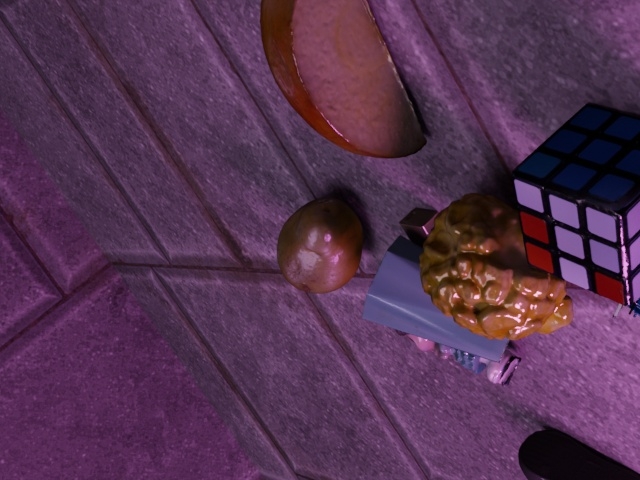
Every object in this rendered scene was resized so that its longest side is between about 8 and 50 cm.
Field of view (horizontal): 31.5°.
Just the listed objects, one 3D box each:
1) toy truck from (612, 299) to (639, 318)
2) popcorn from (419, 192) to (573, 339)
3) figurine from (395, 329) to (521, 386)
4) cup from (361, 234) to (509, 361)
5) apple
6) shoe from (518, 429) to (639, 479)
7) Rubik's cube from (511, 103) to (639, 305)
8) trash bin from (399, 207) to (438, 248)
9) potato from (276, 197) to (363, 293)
[{"bbox_3d":[0.441,0.087,1.509,0.154,0.078,0.080,37,154,23],"label":"toy truck"},{"bbox_3d":[0.251,0.040,1.618,0.217,0.181,0.235,20,-158,-25],"label":"popcorn"},{"bbox_3d":[0.220,0.154,1.922,0.245,0.110,0.138,31,-175,24],"label":"figurine"},{"bbox_3d":[0.202,0.100,1.815,0.236,0.134,0.148,22,149,12],"label":"cup"},{"bbox_3d":[0.017,-0.263,1.659,0.179,0.254,0.346,-18,119,19],"label":"apple"},{"bbox_3d":[0.446,0.418,1.944,0.241,0.108,0.093,21,140,40],"label":"shoe"},{"bbox_3d":[0.348,-0.047,1.372,0.162,0.160,0.163,27,147,41],"label":"Rubik's cube"},{"bbox_3d":[0.179,-0.004,1.862,0.061,0.043,0.092,12,140,52],"label":"trash bin"},{"bbox_3d":[0.000,0.000,2.036,0.157,0.157,0.194,40,151,19],"label":"potato"}]
